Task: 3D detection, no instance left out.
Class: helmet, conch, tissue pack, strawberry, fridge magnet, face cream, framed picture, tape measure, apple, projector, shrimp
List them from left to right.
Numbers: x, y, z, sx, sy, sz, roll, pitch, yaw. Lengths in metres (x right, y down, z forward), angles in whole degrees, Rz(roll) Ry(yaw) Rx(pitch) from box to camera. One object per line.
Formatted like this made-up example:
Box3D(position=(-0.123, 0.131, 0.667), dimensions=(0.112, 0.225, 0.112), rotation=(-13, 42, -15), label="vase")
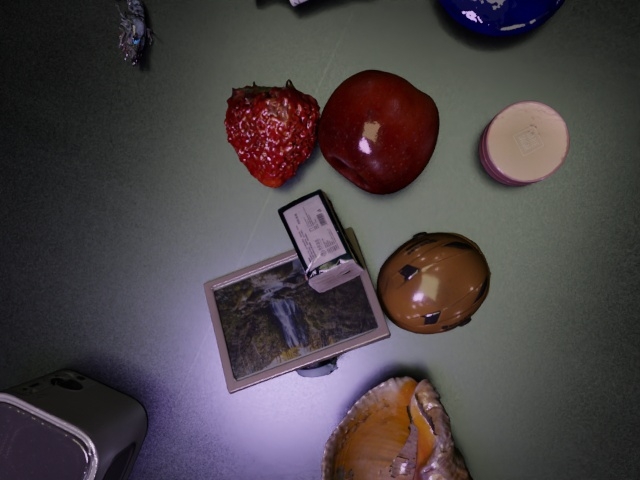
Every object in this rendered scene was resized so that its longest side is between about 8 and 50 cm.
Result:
Box3D(position=(-0.502, 0.405, 1.300), dimensions=(0.248, 0.249, 0.248), rotation=(24, 92, 6), label="projector")
Box3D(position=(-0.375, -0.431, 1.372), dimensions=(0.076, 0.082, 0.174), rotation=(-15, 82, 10), label="shrimp")
Box3D(position=(-0.094, -0.201, 1.303), dimensions=(0.186, 0.184, 0.202), rotation=(6, 100, 9), label="strawberry")
Box3D(position=(-0.053, 0.130, 1.323), dimensions=(0.324, 0.020, 0.241), rotation=(-19, 63, 5), label="framed picture")
Box3D(position=(-0.010, 0.227, 1.331), dimensions=(0.091, 0.094, 0.054), rotation=(-5, 103, 6), label="tape measure")
Box3D(position=(0.000, 0.001, 1.307), dimensions=(0.103, 0.090, 0.170), rotation=(-26, 61, 4), label="tissue pack")
Box3D(position=(0.105, -0.196, 1.261), dimensions=(0.218, 0.218, 0.201), rotation=(31, 88, 4), label="apple")
Box3D(position=(0.146, 0.440, 1.274), dimensions=(0.297, 0.210, 0.352), rotation=(2, 63, -3), label="conch")
Box3D(position=(0.217, 0.083, 1.296), dimensions=(0.224, 0.130, 0.198), rotation=(-25, 91, 4), label="helmet")
Box3D(position=(0.339, -0.511, 1.290), dimensions=(0.265, 0.112, 0.266), rotation=(0, 91, 6), label="fridge magnet")
Box3D(position=(0.376, -0.178, 1.291), dimensions=(0.149, 0.104, 0.149), rotation=(0, 90, 5), label="face cream")

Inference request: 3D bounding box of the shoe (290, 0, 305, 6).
Box3D(position=(-0.017, -0.501, 1.338), dimensions=(0.264, 0.095, 0.110), rotation=(14, 97, 10), label="shoe")
